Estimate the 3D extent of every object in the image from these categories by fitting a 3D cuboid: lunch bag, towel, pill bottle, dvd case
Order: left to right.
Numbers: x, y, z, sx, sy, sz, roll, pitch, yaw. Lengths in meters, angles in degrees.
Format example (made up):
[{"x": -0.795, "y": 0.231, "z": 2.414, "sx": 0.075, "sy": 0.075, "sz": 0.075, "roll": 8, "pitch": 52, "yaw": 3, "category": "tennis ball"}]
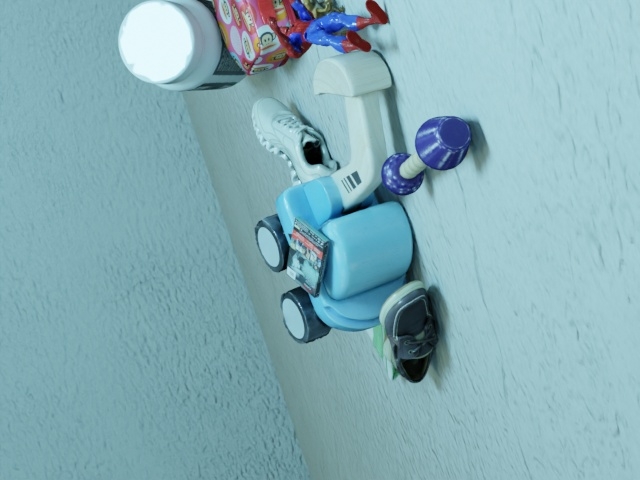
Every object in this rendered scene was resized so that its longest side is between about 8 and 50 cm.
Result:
[{"x": -0.288, "y": -0.433, "z": 2.231, "sx": 0.361, "sy": 0.204, "sz": 0.204, "roll": -31, "pitch": -77, "yaw": -73, "category": "pill bottle"}, {"x": -0.142, "y": -0.498, "z": 2.041, "sx": 0.258, "sy": 0.120, "sz": 0.293, "roll": 154, "pitch": 97, "yaw": -76, "category": "lunch bag"}, {"x": -0.023, "y": 0.029, "z": 1.756, "sx": 0.087, "sy": 0.013, "sz": 0.119, "roll": 38, "pitch": 130, "yaw": 38, "category": "dvd case"}, {"x": 0.090, "y": 0.118, "z": 2.174, "sx": 0.325, "sy": 0.038, "sz": 0.248, "roll": -124, "pitch": 18, "yaw": -45, "category": "towel"}]

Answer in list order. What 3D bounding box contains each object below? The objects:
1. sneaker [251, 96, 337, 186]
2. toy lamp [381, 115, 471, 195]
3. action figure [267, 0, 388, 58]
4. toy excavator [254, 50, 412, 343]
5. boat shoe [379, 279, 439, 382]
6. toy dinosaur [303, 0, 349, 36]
[{"x": -0.048, "y": -0.211, "z": 2.142, "sx": 0.292, "sy": 0.110, "sz": 0.118, "roll": 54, "pitch": 153, "yaw": 25, "category": "sneaker"}, {"x": 0.156, "y": -0.125, "z": 1.484, "sx": 0.275, "sy": 0.080, "sz": 0.080, "roll": 145, "pitch": 105, "yaw": -79, "category": "toy lamp"}, {"x": -0.023, "y": -0.362, "z": 1.633, "sx": 0.139, "sy": 0.091, "sz": 0.280, "roll": 38, "pitch": 168, "yaw": -26, "category": "action figure"}, {"x": 0.057, "y": -0.066, "z": 1.778, "sx": 0.445, "sy": 0.222, "sz": 0.433, "roll": -32, "pitch": 78, "yaw": 62, "category": "toy excavator"}, {"x": 0.167, "y": 0.170, "z": 1.820, "sx": 0.092, "sy": 0.103, "sz": 0.285, "roll": 54, "pitch": 162, "yaw": 27, "category": "boat shoe"}, {"x": -0.010, "y": -0.406, "z": 1.766, "sx": 0.211, "sy": 0.064, "sz": 0.112, "roll": -125, "pitch": 19, "yaw": -49, "category": "toy dinosaur"}]
